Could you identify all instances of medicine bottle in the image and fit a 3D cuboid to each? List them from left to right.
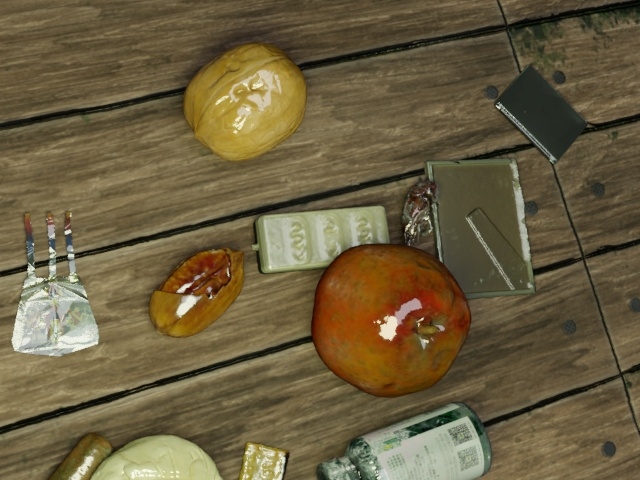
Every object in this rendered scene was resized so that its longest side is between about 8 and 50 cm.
[{"bbox_3d":[0.143,0.390,1.581,0.293,0.141,0.141,-16,85,-20],"label":"medicine bottle"}]

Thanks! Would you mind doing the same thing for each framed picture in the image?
[{"bbox_3d":[0.315,-0.025,1.778,0.209,0.019,0.281,-2,80,-18],"label":"framed picture"}]

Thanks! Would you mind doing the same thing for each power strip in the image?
[{"bbox_3d":[0.000,0.000,1.650,0.257,0.070,0.105,-6,81,-17],"label":"power strip"}]

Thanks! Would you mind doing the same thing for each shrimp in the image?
[{"bbox_3d":[0.185,-0.038,1.719,0.065,0.056,0.165,12,79,-7],"label":"shrimp"}]

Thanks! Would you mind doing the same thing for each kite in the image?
[{"bbox_3d":[-0.451,0.072,1.525,0.141,0.015,0.245,-3,84,-19],"label":"kite"}]

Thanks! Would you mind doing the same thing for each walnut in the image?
[{"bbox_3d":[-0.206,0.084,1.551,0.207,0.116,0.116,-41,93,-20],"label":"walnut"},{"bbox_3d":[-0.130,-0.244,1.601,0.226,0.193,0.193,-45,94,-16],"label":"walnut"}]

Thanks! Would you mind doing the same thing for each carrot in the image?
[{"bbox_3d":[-0.451,0.452,1.428,0.070,0.070,0.342,40,72,-6],"label":"carrot"}]

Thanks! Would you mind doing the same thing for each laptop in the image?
[{"bbox_3d":[0.456,-0.260,1.869,0.180,0.016,0.129,45,71,-6],"label":"laptop"}]

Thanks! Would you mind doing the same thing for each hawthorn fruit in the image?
[{"bbox_3d":[0.133,0.141,1.537,0.277,0.298,0.277,-1,92,-24],"label":"hawthorn fruit"}]

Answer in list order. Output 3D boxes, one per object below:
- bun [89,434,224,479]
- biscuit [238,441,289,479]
[{"bbox_3d":[-0.251,0.425,1.433,0.229,0.145,0.229,1,87,-29],"label":"bun"},{"bbox_3d":[-0.099,0.398,1.570,0.081,0.018,0.083,15,75,-14],"label":"biscuit"}]
